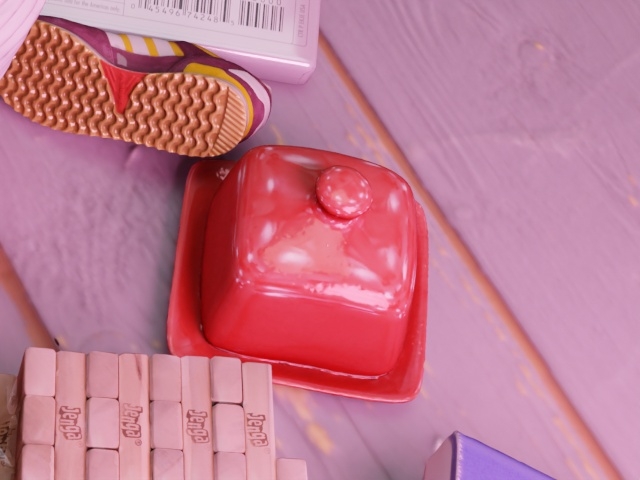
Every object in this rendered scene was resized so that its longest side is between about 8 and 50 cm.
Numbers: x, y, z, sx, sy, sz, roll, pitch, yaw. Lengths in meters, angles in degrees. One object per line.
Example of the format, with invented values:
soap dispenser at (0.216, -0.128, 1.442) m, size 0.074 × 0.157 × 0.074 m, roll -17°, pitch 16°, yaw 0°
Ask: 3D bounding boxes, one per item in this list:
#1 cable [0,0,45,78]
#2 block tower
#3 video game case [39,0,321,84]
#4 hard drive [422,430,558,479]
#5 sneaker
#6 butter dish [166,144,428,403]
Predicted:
cable at (-0.269, -0.165, 0.957) m, size 0.257 × 0.089 × 0.257 m, roll 32°, pitch 52°, yaw 8°
block tower at (-0.181, 0.113, 0.949) m, size 0.335 × 0.091 × 0.097 m, roll 6°, pitch 56°, yaw -14°
video game case at (-0.154, -0.270, 1.211) m, size 0.329 × 0.036 × 0.300 m, roll 8°, pitch 70°, yaw -12°
hard drive at (0.193, 0.246, 0.939) m, size 0.319 × 0.040 × 0.210 m, roll 27°, pitch 36°, yaw -13°
sneaker at (-0.122, -0.100, 1.139) m, size 0.185 × 0.069 × 0.084 m, roll 20°, pitch 19°, yaw 11°
butter dish at (0.000, 0.000, 1.068) m, size 0.160 × 0.118 × 0.160 m, roll 12°, pitch 55°, yaw -10°
